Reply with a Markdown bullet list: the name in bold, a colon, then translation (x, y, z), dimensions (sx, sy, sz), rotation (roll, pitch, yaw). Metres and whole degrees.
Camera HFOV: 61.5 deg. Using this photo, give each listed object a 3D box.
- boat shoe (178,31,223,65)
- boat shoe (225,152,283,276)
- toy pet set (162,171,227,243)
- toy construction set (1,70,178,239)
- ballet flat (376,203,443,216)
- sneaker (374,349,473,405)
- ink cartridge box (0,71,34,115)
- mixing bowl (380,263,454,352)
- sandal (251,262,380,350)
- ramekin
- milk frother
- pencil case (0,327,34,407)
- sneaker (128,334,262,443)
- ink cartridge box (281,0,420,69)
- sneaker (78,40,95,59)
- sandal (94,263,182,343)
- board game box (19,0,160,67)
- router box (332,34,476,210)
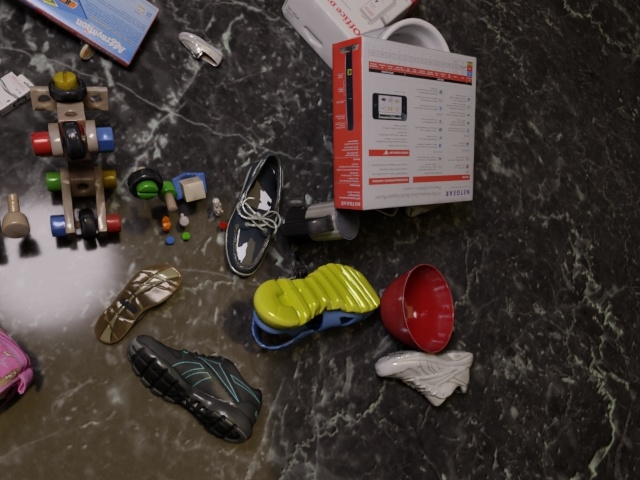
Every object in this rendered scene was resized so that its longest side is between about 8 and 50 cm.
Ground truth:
- **boat shoe**: translation (-0.258, -0.404, 1.145), dimensions (0.100, 0.035, 0.035), rotation (27, 65, -20)
- **boat shoe**: translation (-0.125, -0.055, 1.077), dimensions (0.095, 0.079, 0.254), rotation (22, 69, -15)
- **toy pet set**: translation (-0.257, -0.070, 1.052), dimensions (0.122, 0.065, 0.114), rotation (-16, 117, -22)
- **toy construction set**: translation (-0.455, -0.141, 0.925), dimensions (0.308, 0.257, 0.237), rotation (-25, 59, -3)
- **ballet flat**: translation (0.185, -0.090, 1.226), dimensions (0.232, 0.080, 0.073), rotation (7, 101, -17)
- **sneaker**: translation (0.222, 0.287, 1.120), dimensions (0.232, 0.090, 0.115), rotation (4, 78, -20)
- **ink cartridge box**: translation (-0.568, -0.274, 0.987), dimensions (0.048, 0.028, 0.083), rotation (44, 64, -6)
- **mixing bowl**: translation (0.189, 0.145, 1.123), dimensions (0.181, 0.098, 0.181), rotation (14, 70, -43)
- **sandal**: translation (-0.017, 0.133, 1.051), dimensions (0.317, 0.138, 0.126), rotation (-3, 49, -41)
- **ramekin**: translation (0.156, -0.332, 1.179), dimensions (0.277, 0.135, 0.277), rotation (-12, 109, -38)
- **milk frother**: translation (0.000, 0.000, 1.074), dimensions (0.129, 0.134, 0.143), rotation (-45, 120, -47)
- **pencil case**: translation (-0.608, 0.114, 0.798), dimensions (0.386, 0.167, 0.160), rotation (51, 32, -3)
- **sneaker**: translation (-0.221, 0.250, 0.963), dimensions (0.267, 0.101, 0.106), rotation (40, 43, -7)
- **ink cartridge box**: translation (0.082, -0.567, 1.277), dimensions (0.207, 0.117, 0.283), rotation (46, 65, -5)
- **sneaker**: translation (-0.464, -0.395, 1.065), dimensions (0.037, 0.032, 0.083), rotation (15, 68, 0)
- **sandal**: translation (-0.329, 0.111, 0.972), dimensions (0.072, 0.049, 0.180), rotation (43, 79, 0)
- **board game box**: translation (-0.467, -0.471, 1.028), dimensions (0.281, 0.027, 0.145), rotation (30, 70, -25)
- **router box**: translation (0.173, -0.220, 1.058), dimensions (0.335, 0.082, 0.301), rotation (-7, 100, -39)
